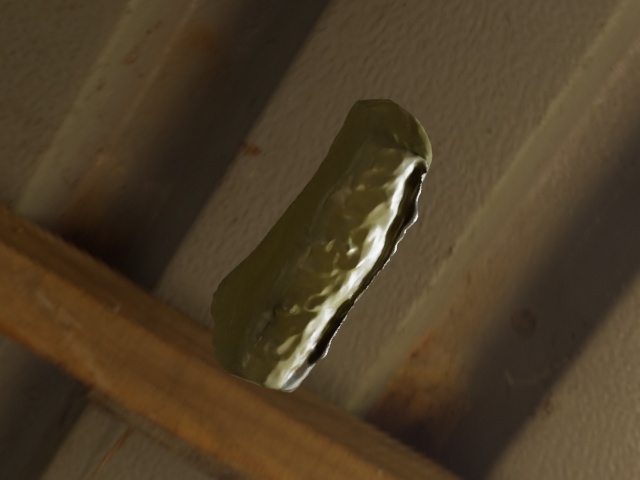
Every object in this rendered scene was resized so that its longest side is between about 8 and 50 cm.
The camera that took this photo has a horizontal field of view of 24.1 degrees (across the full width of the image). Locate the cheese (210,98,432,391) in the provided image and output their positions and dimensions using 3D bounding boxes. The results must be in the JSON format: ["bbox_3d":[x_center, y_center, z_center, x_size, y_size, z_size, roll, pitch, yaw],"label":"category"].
[{"bbox_3d":[0.000,0.000,0.395,0.030,0.044,0.083,23,-73,-31],"label":"cheese"}]
